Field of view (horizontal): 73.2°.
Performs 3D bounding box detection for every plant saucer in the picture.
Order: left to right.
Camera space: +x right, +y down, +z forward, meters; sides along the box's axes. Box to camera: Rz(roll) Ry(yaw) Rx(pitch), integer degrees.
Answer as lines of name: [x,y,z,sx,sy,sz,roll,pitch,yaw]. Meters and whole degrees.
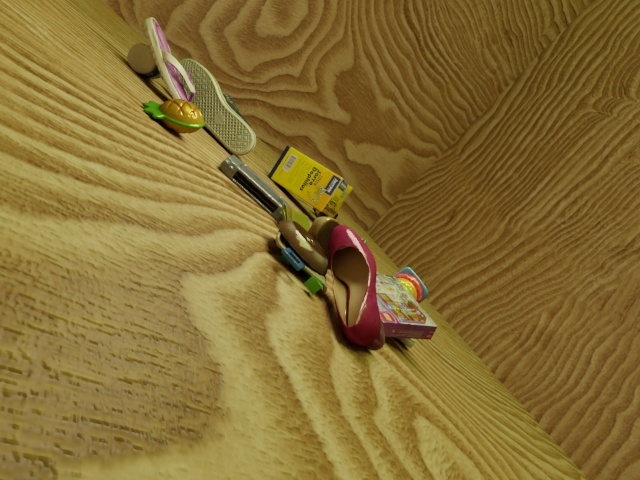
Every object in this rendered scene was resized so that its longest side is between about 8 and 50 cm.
plant saucer: [-0.039,0.009,1.186,0.198,0.036,0.198,46,7,-7]

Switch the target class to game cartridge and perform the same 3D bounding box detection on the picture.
game cartridge: [-0.223,-0.186,1.536,0.294,0.060,0.196,42,12,-12]

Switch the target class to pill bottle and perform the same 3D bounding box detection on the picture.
pill bottle: [-0.686,-0.715,1.738,0.112,0.112,0.187,43,8,-8]

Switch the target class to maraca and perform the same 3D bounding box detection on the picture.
maraca: [-0.448,-0.387,1.326,0.185,0.099,0.127,6,33,-34]

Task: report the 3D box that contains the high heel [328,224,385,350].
high heel: [0.075,0.085,1.095,0.181,0.127,0.377,47,19,-54]

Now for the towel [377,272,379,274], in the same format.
towel: [0.169,0.096,2.003,0.317,0.053,0.332,49,11,31]

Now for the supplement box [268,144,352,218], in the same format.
supplement box: [-0.050,-0.295,2.186,0.356,0.195,0.194,34,5,21]

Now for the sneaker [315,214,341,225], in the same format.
sneaker: [0.085,-0.044,2.109,0.226,0.086,0.163,30,1,-13]

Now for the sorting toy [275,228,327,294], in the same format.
sorting toy: [-0.059,0.051,1.182,0.196,0.047,0.348,46,8,-10]

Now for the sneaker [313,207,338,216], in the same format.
sneaker: [0.026,-0.163,2.479,0.097,0.084,0.234,46,9,20]

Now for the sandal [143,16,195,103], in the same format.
sandal: [-0.556,-0.662,1.665,0.169,0.102,0.416,-87,155,-77]

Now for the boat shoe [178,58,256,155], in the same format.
boat shoe: [-0.461,-0.568,1.882,0.500,0.187,0.156,49,3,0]

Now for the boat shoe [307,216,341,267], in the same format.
boat shoe: [0.000,0.000,1.414,0.110,0.122,0.341,34,-13,17]

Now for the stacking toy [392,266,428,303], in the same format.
stacking toy: [0.318,0.230,1.790,0.166,0.175,0.302,55,23,13]

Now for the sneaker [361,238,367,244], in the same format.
sneaker: [0.178,0.026,1.958,0.065,0.076,0.166,41,10,-5]

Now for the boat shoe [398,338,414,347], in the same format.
boat shoe: [0.261,0.259,1.510,0.096,0.088,0.267,38,10,-34]

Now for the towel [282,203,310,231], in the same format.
towel: [-0.077,-0.058,1.513,0.237,0.021,0.102,20,62,-71]

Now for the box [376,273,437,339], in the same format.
box: [0.217,0.204,1.406,0.200,0.057,0.293,10,24,-24]
